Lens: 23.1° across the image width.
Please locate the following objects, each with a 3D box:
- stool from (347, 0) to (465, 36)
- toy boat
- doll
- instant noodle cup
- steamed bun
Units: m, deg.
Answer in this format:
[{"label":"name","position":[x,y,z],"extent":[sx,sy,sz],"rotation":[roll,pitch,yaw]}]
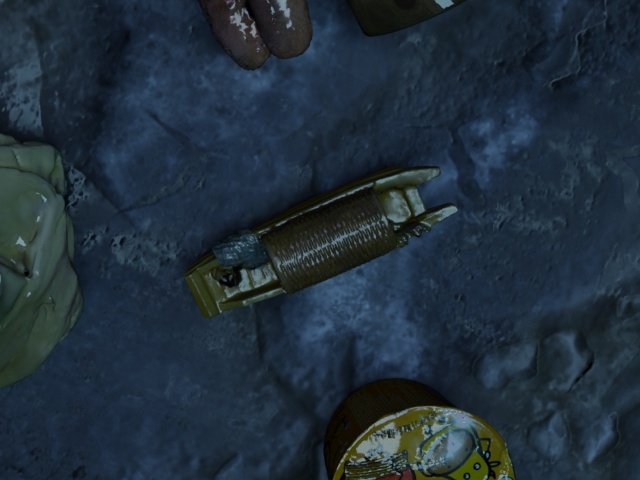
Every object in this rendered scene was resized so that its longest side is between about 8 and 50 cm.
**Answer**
[{"label":"stool","position":[0.067,-0.369,1.624],"extent":[0.179,0.179,0.264],"rotation":[-29,108,-3]},{"label":"toy boat","position":[0.000,0.000,1.737],"extent":[0.310,0.115,0.089],"rotation":[-22,107,-4]},{"label":"doll","position":[-0.118,-0.309,1.596],"extent":[0.201,0.156,0.303],"rotation":[-19,102,30]},{"label":"instant noodle cup","position":[0.098,0.261,1.792],"extent":[0.216,0.172,0.215],"rotation":[-3,105,-10]},{"label":"steamed bun","position":[-0.384,0.028,1.623],"extent":[0.268,0.207,0.280],"rotation":[-6,103,-9]}]
